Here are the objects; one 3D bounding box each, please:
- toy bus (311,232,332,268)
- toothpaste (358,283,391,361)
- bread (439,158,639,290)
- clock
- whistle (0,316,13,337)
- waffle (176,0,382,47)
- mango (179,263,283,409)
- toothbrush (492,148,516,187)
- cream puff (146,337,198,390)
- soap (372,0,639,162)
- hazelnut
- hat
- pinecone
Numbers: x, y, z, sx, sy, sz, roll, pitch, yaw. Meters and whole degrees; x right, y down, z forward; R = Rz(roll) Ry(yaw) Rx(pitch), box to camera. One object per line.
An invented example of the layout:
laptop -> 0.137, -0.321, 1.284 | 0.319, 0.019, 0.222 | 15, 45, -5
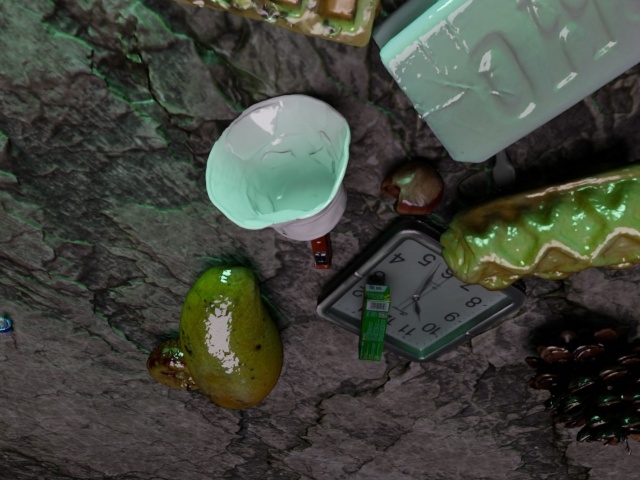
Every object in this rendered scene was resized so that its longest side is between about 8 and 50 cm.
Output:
toy bus -> 0.000, 0.000, 0.733 | 0.031, 0.043, 0.110 | -2, 133, 8
toothpaste -> 0.091, 0.147, 0.799 | 0.043, 0.037, 0.179 | 2, 133, 1
bread -> 0.293, -0.015, 0.606 | 0.267, 0.152, 0.130 | -14, 110, 23
clock -> 0.169, 0.099, 0.802 | 0.273, 0.049, 0.279 | 29, 130, -18
whistle -> -0.704, 0.191, 1.017 | 0.033, 0.029, 0.083 | 33, 138, -2
waffle -> -0.026, -0.364, 0.347 | 0.260, 0.114, 0.376 | 10, 134, -6
mango -> -0.171, 0.191, 0.861 | 0.176, 0.175, 0.330 | -33, 137, -23
toothbrush -> 0.202, -0.185, 0.543 | 0.030, 0.031, 0.297 | -8, 131, 24
cream puff -> -0.298, 0.266, 0.998 | 0.148, 0.085, 0.149 | 4, 138, 4
soap -> 0.215, -0.216, 0.435 | 0.289, 0.095, 0.173 | -33, 124, 22
hazelnut -> 0.127, -0.069, 0.633 | 0.086, 0.086, 0.086 | 4, 134, 4
hat -> -0.036, -0.077, 0.596 | 0.203, 0.203, 0.126 | -11, 153, 17
pinecone -> 0.495, 0.262, 0.811 | 0.221, 0.222, 0.222 | 4, 134, 4
